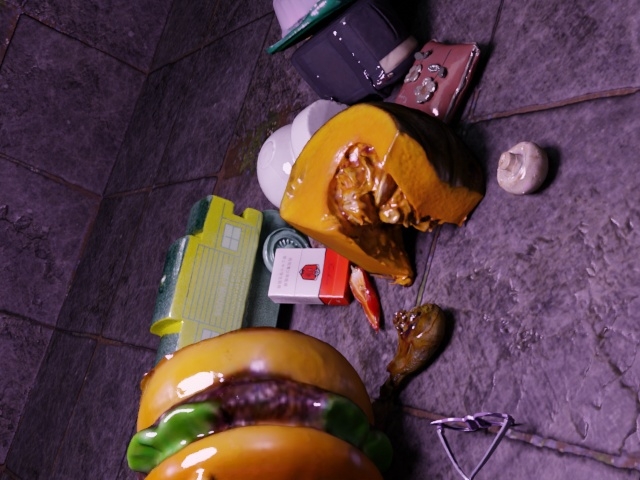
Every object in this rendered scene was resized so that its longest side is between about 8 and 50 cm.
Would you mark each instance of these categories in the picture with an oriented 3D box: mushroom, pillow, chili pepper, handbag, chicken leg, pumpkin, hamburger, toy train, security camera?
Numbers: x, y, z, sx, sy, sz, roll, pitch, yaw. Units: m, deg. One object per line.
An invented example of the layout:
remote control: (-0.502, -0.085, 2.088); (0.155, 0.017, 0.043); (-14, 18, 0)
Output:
mushroom: (0.299, -0.108, 1.321); (0.083, 0.067, 0.084); (-39, 43, 49)
pillow: (0.202, -0.287, 1.604); (0.172, 0.075, 0.179); (-64, 28, 5)
chili pepper: (0.084, 0.102, 1.566); (0.045, 0.027, 0.178); (-57, 30, 25)
handbag: (0.079, -0.365, 1.762); (0.181, 0.181, 0.254); (-47, 15, -33)
chicken leg: (0.134, 0.173, 1.399); (0.093, 0.070, 0.178); (39, 118, 35)
pumpkin: (0.101, -0.089, 1.496); (0.303, 0.225, 0.256); (-50, 37, 16)
hamburger: (-0.081, 0.348, 1.334); (0.396, 0.395, 0.278); (-47, 34, 31)
toy train: (-0.185, 0.122, 1.739); (0.179, 0.272, 0.442); (-33, 43, 58)
security camera: (-0.019, -0.146, 1.755); (0.236, 0.194, 0.195); (-37, 40, 45)

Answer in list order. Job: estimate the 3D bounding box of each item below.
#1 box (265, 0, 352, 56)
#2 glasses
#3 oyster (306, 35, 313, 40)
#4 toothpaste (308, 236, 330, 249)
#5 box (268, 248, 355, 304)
box: (0.033, -0.522, 1.841); (0.336, 0.106, 0.264); (-38, 10, -39)
glasses: (0.205, 0.291, 1.195); (0.140, 0.062, 0.104); (-23, 52, 52)
oyster: (0.007, -0.575, 2.140); (0.223, 0.083, 0.214); (-61, 26, 23)
toothpaste: (0.000, 0.000, 1.773); (0.062, 0.037, 0.216); (-55, 36, 26)
box: (-0.015, 0.067, 1.662); (0.152, 0.048, 0.100); (1, 68, 19)
